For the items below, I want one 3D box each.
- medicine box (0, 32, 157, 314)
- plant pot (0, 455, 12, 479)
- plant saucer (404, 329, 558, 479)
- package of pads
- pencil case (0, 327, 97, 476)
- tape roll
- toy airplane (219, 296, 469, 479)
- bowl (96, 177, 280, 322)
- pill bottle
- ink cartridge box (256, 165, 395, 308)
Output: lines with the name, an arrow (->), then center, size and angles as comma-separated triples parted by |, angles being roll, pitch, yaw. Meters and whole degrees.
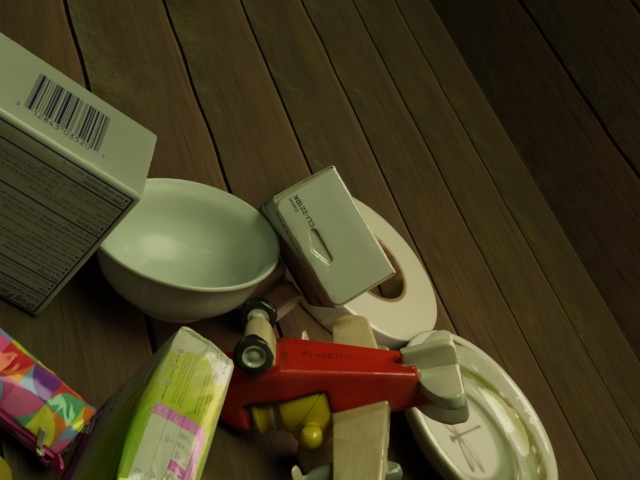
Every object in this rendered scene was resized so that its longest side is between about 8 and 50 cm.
medicine box -> -0.413, -0.081, 1.336 | 0.263, 0.289, 0.149 | 33, 34, -22
plant pot -> -0.397, 0.284, 1.126 | 0.083, 0.081, 0.081 | 29, 32, -46
plant saucer -> 0.278, 0.359, 1.874 | 0.400, 0.100, 0.400 | 32, 33, -24
package of pads -> -0.226, 0.266, 1.211 | 0.101, 0.229, 0.296 | 38, 30, -15
pencil case -> -0.390, 0.183, 1.238 | 0.236, 0.104, 0.104 | 41, 30, -6
tape roll -> 0.075, 0.060, 2.014 | 0.392, 0.072, 0.392 | 33, 32, -23
toy airplane -> 0.042, 0.254, 1.531 | 0.384, 0.272, 0.386 | 27, 30, 37
bowl -> -0.222, 0.034, 1.554 | 0.298, 0.134, 0.298 | 12, 33, -8
pill bottle -> -0.137, 0.042, 1.711 | 0.221, 0.121, 0.121 | 51, 30, 9
ink cartridge box -> 0.000, 0.000, 1.612 | 0.197, 0.114, 0.273 | 60, -9, -3
